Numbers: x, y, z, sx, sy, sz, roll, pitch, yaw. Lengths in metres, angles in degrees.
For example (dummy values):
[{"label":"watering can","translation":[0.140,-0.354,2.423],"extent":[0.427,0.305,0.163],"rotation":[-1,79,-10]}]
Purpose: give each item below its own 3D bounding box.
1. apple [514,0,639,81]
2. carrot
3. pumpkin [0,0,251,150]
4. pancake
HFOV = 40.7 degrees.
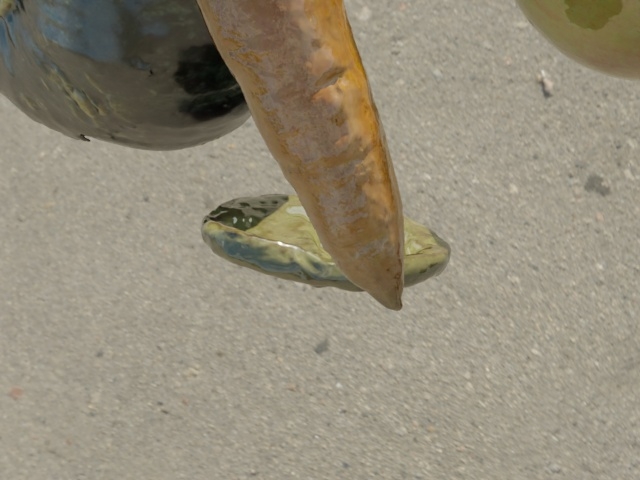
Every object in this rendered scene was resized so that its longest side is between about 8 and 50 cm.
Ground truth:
[{"label":"apple","translation":[0.300,-0.310,0.764],"extent":[0.319,0.319,0.277],"rotation":[-43,69,2]},{"label":"carrot","translation":[0.003,-0.050,0.448],"extent":[0.072,0.205,0.072],"rotation":[-19,20,7]},{"label":"pumpkin","translation":[-0.196,-0.313,0.869],"extent":[0.344,0.454,0.454],"rotation":[-29,48,-33]},{"label":"pancake","translation":[0.000,0.000,0.822],"extent":[0.242,0.242,0.050],"rotation":[22,110,33]}]
